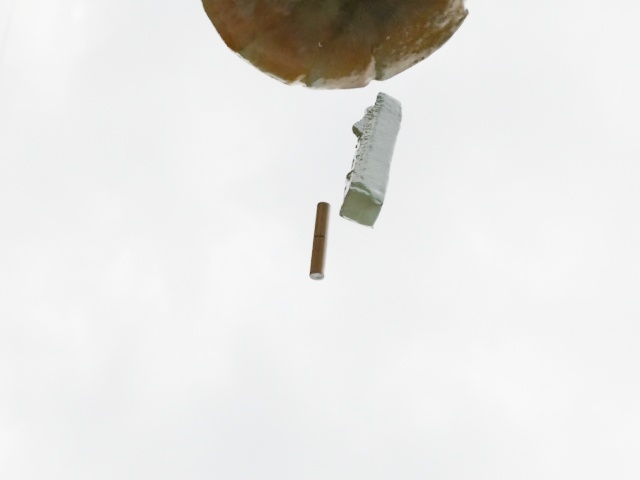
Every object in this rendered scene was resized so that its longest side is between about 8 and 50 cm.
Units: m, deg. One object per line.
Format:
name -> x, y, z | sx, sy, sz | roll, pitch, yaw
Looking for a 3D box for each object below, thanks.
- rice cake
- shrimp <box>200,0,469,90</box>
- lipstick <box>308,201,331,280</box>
rice cake -> 0.040, -0.070, 0.999 | 0.042, 0.180, 0.030 | 22, -55, -4
shrimp -> 0.014, -0.233, 0.693 | 0.058, 0.169, 0.296 | -173, -97, -80
lipstick -> 0.000, 0.000, 1.338 | 0.019, 0.019, 0.094 | -20, -130, 35
